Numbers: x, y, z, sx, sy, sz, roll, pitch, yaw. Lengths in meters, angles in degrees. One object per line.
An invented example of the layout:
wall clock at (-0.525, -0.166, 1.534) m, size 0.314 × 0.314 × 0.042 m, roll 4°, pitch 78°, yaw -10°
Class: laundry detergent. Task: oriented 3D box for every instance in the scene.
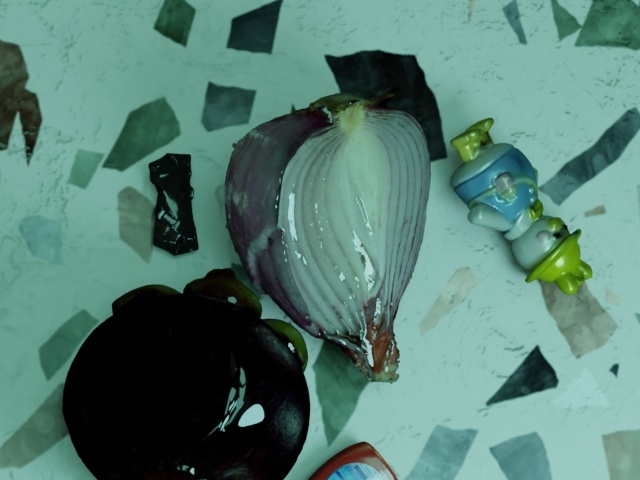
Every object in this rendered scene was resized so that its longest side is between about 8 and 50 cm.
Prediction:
laundry detergent at (0.013, 0.314, 1.558) m, size 0.165 × 0.049 × 0.097 m, roll -36°, pitch 91°, yaw -14°

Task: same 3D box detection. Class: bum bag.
bum bag at (-0.175, -0.044, 1.597) m, size 0.058 × 0.034 × 0.124 m, roll -1°, pitch 79°, yaw -21°

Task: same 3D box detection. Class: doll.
doll at (0.245, -0.036, 1.656) m, size 0.099 × 0.135 × 0.241 m, roll -40°, pitch 87°, yaw 12°

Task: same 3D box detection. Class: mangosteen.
mangosteen at (-0.142, 0.155, 1.462) m, size 0.287 × 0.233 × 0.288 m, roll -5°, pitch 72°, yaw 16°

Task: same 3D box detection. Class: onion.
onion at (0.000, 0.000, 1.570) m, size 0.267 × 0.159 × 0.349 m, roll -18°, pitch 110°, yaw -39°
